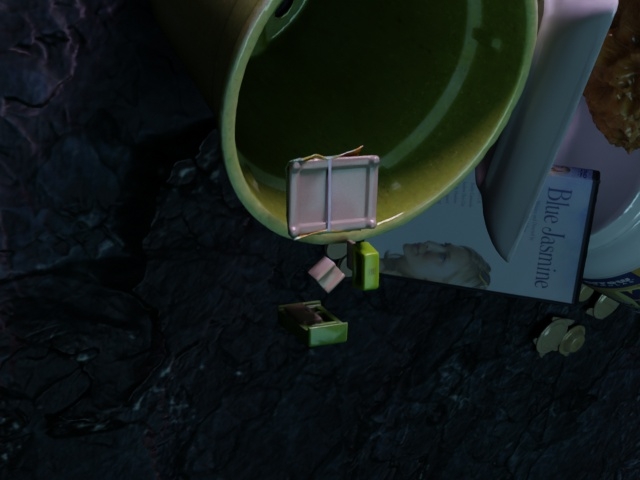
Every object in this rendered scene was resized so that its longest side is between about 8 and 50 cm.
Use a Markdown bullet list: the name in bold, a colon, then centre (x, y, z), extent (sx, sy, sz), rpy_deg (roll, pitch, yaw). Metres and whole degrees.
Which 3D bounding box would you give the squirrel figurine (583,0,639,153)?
- **squirrel figurine**: centre (0.448, -0.239, 0.966), extent (0.397, 0.281, 0.370), rpy_deg (-21, 176, -38)

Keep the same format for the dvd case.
- **dvd case**: centre (0.168, -0.016, 1.123), extent (0.022, 0.253, 0.180), rpy_deg (-67, 160, -49)

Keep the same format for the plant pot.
- **plant pot**: centre (-0.012, -0.180, 0.827), extent (0.276, 0.254, 0.276), rpy_deg (-21, 134, -23)

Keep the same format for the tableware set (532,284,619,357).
- **tableware set**: centre (0.394, 0.116, 1.552), extent (0.141, 0.020, 0.168), rpy_deg (27, 103, -48)

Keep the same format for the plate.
- **plate**: centre (0.188, -0.169, 0.928), extent (0.045, 0.278, 0.277), rpy_deg (10, 133, -2)

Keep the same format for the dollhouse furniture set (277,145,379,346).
- **dollhouse furniture set**: centre (0.000, 0.000, 0.776), extent (0.076, 0.058, 0.151), rpy_deg (-7, 108, -25)

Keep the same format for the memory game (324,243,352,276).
- **memory game**: centre (0.083, -0.031, 1.200), extent (0.186, 0.012, 0.186), rpy_deg (-20, 133, -23)

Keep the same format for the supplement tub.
- **supplement tub**: centre (0.380, -0.045, 1.258), extent (0.316, 0.228, 0.228), rpy_deg (23, 107, -46)
